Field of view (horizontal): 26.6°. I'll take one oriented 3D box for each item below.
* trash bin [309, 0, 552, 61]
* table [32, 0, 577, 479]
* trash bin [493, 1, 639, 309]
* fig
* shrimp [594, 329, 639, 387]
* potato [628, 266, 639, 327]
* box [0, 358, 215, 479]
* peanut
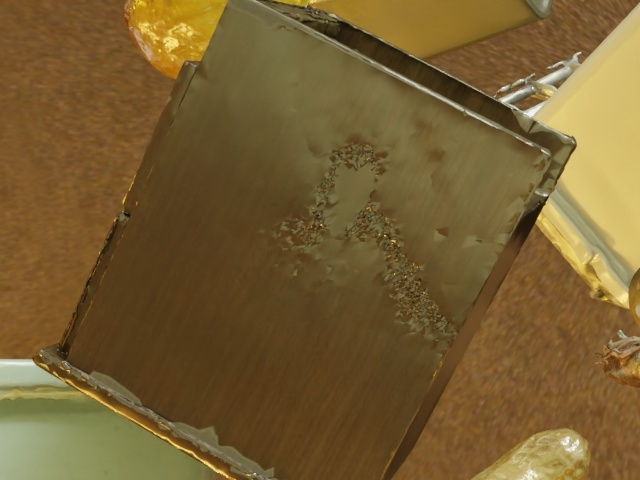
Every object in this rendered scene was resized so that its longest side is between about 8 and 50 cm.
[{"bbox_3d":[0.133,-0.300,1.550,0.240,0.164,0.122,-10,49,41],"label":"trash bin"},{"bbox_3d":[0.000,0.000,0.658,0.172,0.169,0.193,29,103,10],"label":"table"},{"bbox_3d":[0.358,-0.145,1.344,0.296,0.255,0.368,53,144,16],"label":"trash bin"},{"bbox_3d":[-0.051,-0.213,1.190,0.257,0.159,0.159,-2,95,38],"label":"fig"},{"bbox_3d":[0.403,0.152,1.734,0.073,0.190,0.075,-43,97,-17],"label":"shrimp"},{"bbox_3d":[0.367,0.052,1.168,0.200,0.137,0.154,29,124,-16],"label":"potato"},{"bbox_3d":[-0.202,0.169,0.746,0.311,0.175,0.182,3,71,-24],"label":"box"},{"bbox_3d":[0.252,0.319,1.719,0.226,0.108,0.095,-34,97,-17],"label":"peanut"}]
